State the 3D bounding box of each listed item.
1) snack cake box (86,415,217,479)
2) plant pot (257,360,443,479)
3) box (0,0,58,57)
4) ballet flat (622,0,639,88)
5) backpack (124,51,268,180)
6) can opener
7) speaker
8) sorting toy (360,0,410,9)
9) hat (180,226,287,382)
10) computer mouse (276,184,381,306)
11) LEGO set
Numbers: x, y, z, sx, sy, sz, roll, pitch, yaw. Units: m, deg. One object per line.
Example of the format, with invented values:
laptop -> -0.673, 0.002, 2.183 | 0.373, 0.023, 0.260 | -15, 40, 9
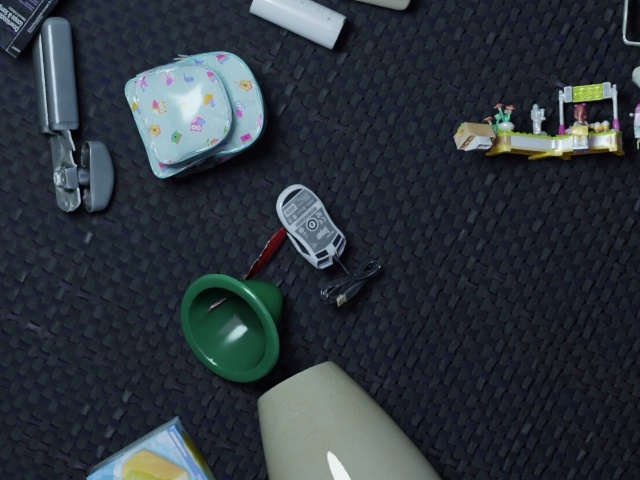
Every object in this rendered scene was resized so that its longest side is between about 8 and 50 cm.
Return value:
snack cake box -> -0.208, 0.413, 1.929 | 0.152, 0.089, 0.264 | -32, 93, -1
plant pot -> 0.025, 0.322, 1.873 | 0.256, 0.256, 0.274 | -29, 77, 0
box -> -0.426, -0.355, 1.880 | 0.116, 0.029, 0.162 | 37, 93, 35
ballet flat -> 0.497, -0.279, 1.920 | 0.096, 0.095, 0.280 | -13, 83, 9
backpack -> -0.171, -0.186, 1.874 | 0.188, 0.144, 0.166 | -19, 88, -4
can opener -> -0.361, -0.181, 1.914 | 0.095, 0.076, 0.283 | -6, 93, -34
speaker -> -0.033, -0.331, 1.912 | 0.136, 0.055, 0.055 | 24, 92, -3
sorting toy -> 0.064, -0.448, 1.910 | 0.348, 0.047, 0.196 | 14, 96, 3
hat -> -0.081, 0.087, 1.949 | 0.173, 0.183, 0.208 | 49, 132, 3
computer mouse -> 0.000, 0.000, 1.913 | 0.106, 0.042, 0.193 | -41, 106, -18
LEGO set -> 0.336, -0.179, 1.903 | 0.287, 0.132, 0.107 | -1, 84, 4
